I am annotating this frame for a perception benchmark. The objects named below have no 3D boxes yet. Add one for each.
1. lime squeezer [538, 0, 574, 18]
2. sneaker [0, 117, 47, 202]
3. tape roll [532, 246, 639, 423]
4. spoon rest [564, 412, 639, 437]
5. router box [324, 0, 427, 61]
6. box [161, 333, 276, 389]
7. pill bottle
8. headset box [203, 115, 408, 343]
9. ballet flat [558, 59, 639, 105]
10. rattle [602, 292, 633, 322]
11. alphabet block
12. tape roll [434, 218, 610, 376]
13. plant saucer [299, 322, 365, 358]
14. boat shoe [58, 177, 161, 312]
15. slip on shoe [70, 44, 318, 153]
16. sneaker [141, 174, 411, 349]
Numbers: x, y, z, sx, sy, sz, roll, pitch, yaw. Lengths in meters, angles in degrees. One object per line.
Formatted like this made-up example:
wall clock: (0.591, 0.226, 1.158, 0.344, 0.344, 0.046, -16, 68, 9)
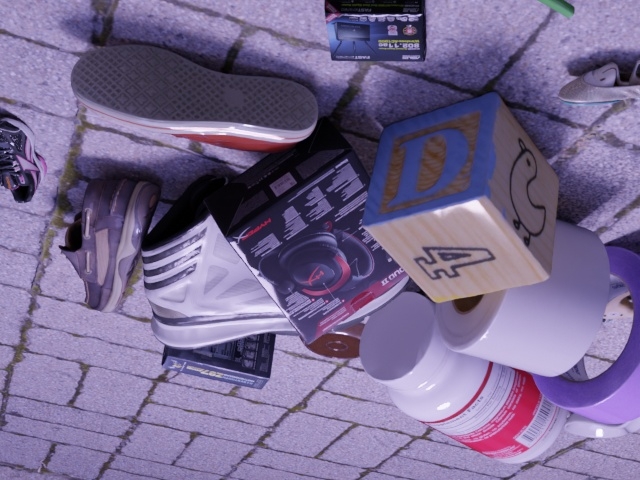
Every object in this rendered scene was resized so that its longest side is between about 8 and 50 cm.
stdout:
lime squeezer: (0.143, -0.296, 1.229, 0.310, 0.059, 0.110, 5, 141, 2)
sneaker: (-0.472, -0.120, 1.674, 0.072, 0.077, 0.178, -2, 150, 13)
tape roll: (0.463, 0.152, 1.754, 0.090, 0.275, 0.275, 22, 148, -27)
spoon rest: (0.630, 0.386, 2.345, 0.137, 0.084, 0.276, 14, 150, -12)
router box: (0.069, -0.262, 1.334, 0.122, 0.038, 0.092, 2, 152, 9)
box: (-0.167, 0.129, 1.897, 0.183, 0.233, 0.059, 14, 148, -14)
pill bottle: (0.267, 0.254, 2.032, 0.229, 0.229, 0.407, -19, 142, 39)
headset box: (0.000, 0.000, 1.598, 0.218, 0.110, 0.293, -35, 131, 0)
ballet flat: (0.386, -0.204, 1.372, 0.168, 0.057, 0.052, -2, 123, 8)
rattle: (0.538, 0.148, 1.882, 0.130, 0.143, 0.199, 7, 151, -41)
alphabet block: (0.198, -0.054, 1.504, 0.193, 0.192, 0.197, -13, 138, 35)
tape roll: (0.307, 0.074, 1.680, 0.169, 0.246, 0.246, 17, 150, -18)
plant saucer: (0.035, 0.203, 2.202, 0.168, 0.029, 0.168, 5, 150, 3)
boat shoe: (-0.366, -0.002, 1.840, 0.130, 0.132, 0.355, 22, 141, -7)
slip on shoe: (-0.171, -0.180, 1.466, 0.331, 0.123, 0.101, 9, 156, -13)
sneaker: (-0.070, 0.014, 1.735, 0.447, 0.169, 0.258, -12, 126, -7)
